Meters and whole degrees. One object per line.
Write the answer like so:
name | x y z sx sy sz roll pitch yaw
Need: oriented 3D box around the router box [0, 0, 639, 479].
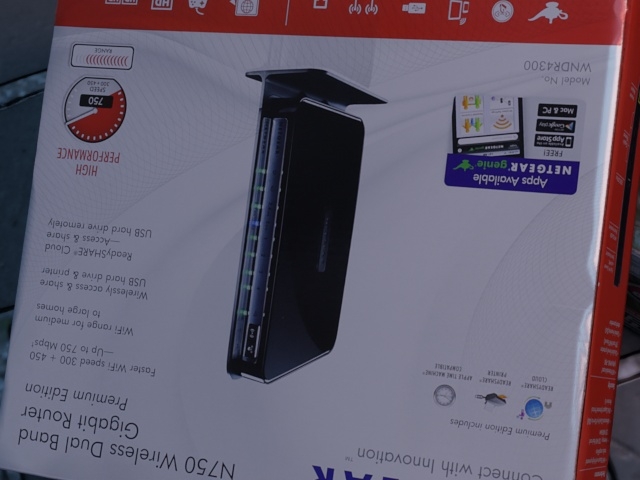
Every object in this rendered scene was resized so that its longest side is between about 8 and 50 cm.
router box | 0.000 0.000 0.790 0.335 0.082 0.301 5 85 23

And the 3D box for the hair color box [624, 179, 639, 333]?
hair color box | 0.257 -0.127 0.879 0.185 0.114 0.374 31 73 22
